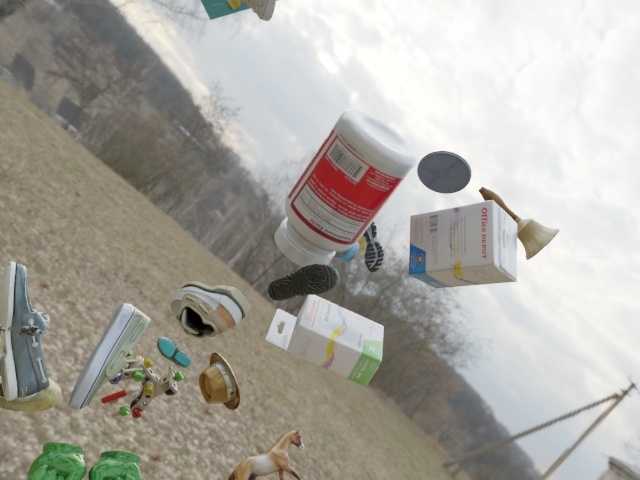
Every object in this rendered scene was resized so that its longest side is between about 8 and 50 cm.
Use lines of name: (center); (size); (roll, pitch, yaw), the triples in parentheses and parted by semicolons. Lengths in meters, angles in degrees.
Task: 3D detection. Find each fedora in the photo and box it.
fedora: (-0.321, 0.444, 1.710); (0.194, 0.079, 0.194); (28, -53, 45)

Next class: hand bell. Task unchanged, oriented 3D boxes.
hand bell: (0.555, -0.070, 1.616); (0.242, 0.126, 0.126); (44, -3, 9)

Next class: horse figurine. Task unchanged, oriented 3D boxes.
horse figurine: (-0.154, 0.639, 1.515); (0.066, 0.263, 0.174); (70, -4, -58)

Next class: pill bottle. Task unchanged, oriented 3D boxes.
pill bottle: (0.050, -0.121, 1.474); (0.229, 0.407, 0.229); (28, 28, -16)

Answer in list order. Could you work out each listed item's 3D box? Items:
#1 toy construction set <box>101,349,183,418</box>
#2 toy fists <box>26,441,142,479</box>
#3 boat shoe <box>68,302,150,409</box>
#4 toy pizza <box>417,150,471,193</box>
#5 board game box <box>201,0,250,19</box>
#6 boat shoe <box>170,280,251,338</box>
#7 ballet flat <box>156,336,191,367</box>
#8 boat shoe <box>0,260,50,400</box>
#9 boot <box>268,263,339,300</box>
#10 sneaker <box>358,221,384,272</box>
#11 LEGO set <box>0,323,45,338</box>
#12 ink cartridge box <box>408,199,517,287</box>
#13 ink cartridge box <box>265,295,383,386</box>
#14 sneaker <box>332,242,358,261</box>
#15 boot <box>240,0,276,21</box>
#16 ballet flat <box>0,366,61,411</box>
toy construction set: (-0.662, 0.536, 2.110); (0.309, 0.237, 0.257); (-137, -153, -86)
toy fists: (-0.606, 0.614, 1.440); (0.279, 0.096, 0.142); (16, 46, -18)
boat shoe: (-0.562, 0.317, 1.493); (0.094, 0.302, 0.109); (32, -18, -20)
toy pizza: (0.461, -0.257, 2.073); (0.201, 0.032, 0.201); (13, -42, 12)
board game box: (-0.109, -0.674, 1.347); (0.079, 0.336, 0.253); (63, 25, -46)
boat shoe: (-0.291, 0.168, 1.318); (0.302, 0.103, 0.113); (-12, -65, 51)
ballet flat: (-0.597, 0.448, 2.216); (0.188, 0.070, 0.070); (53, -7, -32)
boat shoe: (-0.690, 0.206, 1.302); (0.099, 0.319, 0.116); (-1, -2, -39)
boot: (-0.013, 0.101, 1.361); (0.208, 0.190, 0.076); (12, 68, -66)
sneaker: (0.193, 0.022, 2.191); (0.094, 0.082, 0.208); (162, -77, -75)
LEGO set: (-0.569, 0.169, 1.062); (0.083, 0.054, 0.023); (29, 49, -38)
ink cartridge box: (0.373, 0.019, 1.451); (0.233, 0.171, 0.168); (-9, -23, 37)
ink cartridge box: (0.020, 0.301, 1.805); (0.354, 0.119, 0.207); (24, 26, -4)
sneaker: (0.000, 0.000, 1.835); (0.262, 0.104, 0.125); (-3, -33, 45)
boot: (-0.147, -0.526, 1.137); (0.124, 0.095, 0.258); (7, 2, -12)
ballet flat: (-0.837, 0.356, 1.439); (0.349, 0.123, 0.123); (28, 5, -28)
